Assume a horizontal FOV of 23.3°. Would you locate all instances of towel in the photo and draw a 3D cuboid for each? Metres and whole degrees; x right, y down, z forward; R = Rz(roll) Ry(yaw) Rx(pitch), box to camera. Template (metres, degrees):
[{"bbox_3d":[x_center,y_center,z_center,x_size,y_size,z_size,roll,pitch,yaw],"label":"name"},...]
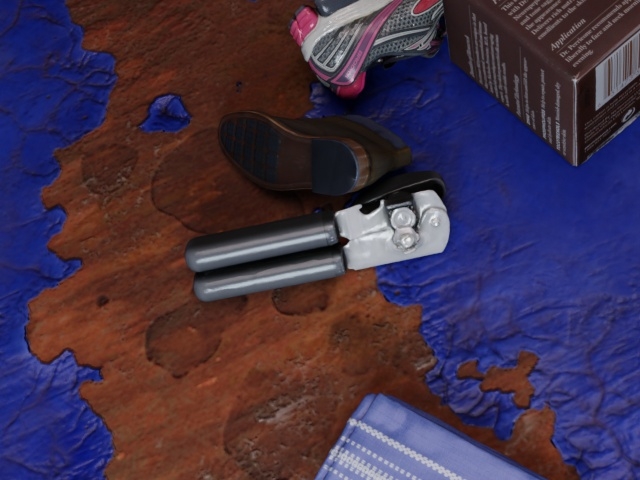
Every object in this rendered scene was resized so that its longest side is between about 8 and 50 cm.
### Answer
[{"bbox_3d":[0.069,0.326,1.436,0.243,0.040,0.336,26,71,20],"label":"towel"}]

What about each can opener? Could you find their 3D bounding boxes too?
[{"bbox_3d":[0.000,0.000,1.611,0.280,0.074,0.093,-14,26,0],"label":"can opener"}]

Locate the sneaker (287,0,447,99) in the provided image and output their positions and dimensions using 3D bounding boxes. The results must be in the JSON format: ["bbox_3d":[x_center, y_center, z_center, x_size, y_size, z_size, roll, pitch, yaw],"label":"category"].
[{"bbox_3d":[0.116,-0.262,1.710,0.299,0.121,0.112,-29,86,-5],"label":"sneaker"}]

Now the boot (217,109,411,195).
[{"bbox_3d":[-0.007,-0.097,1.666,0.219,0.082,0.106,21,24,40],"label":"boot"}]

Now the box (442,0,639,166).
[{"bbox_3d":[0.256,-0.225,1.623,0.168,0.167,0.203,-39,62,-11],"label":"box"}]
